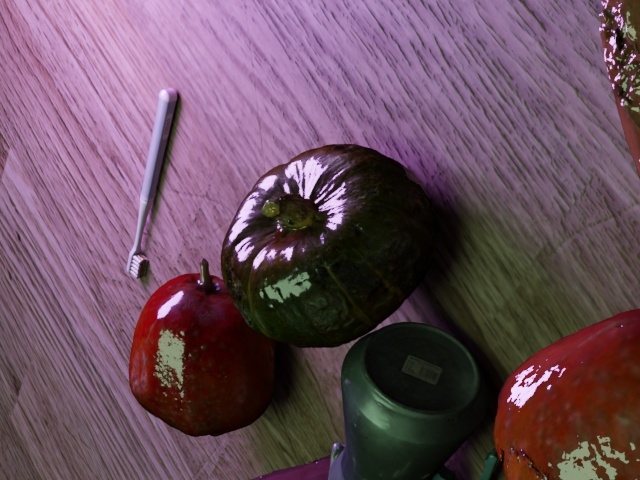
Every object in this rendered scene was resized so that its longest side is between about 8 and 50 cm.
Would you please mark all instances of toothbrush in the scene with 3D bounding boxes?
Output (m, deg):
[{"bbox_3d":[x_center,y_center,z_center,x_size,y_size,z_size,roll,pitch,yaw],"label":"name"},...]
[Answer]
[{"bbox_3d":[-0.256,-0.082,2.218,0.030,0.025,0.342,40,131,32],"label":"toothbrush"}]

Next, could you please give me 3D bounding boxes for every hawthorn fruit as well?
[{"bbox_3d":[0.320,0.170,1.310,0.307,0.276,0.276,-46,62,30],"label":"hawthorn fruit"},{"bbox_3d":[-0.156,0.143,2.014,0.215,0.215,0.250,26,113,48],"label":"hawthorn fruit"}]

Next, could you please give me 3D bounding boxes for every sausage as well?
[{"bbox_3d":[0.319,-0.119,1.360,0.087,0.079,0.327,-16,86,29],"label":"sausage"}]

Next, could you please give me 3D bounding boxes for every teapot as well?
[{"bbox_3d":[0.107,0.227,1.713,0.203,0.171,0.225,25,134,13],"label":"teapot"}]

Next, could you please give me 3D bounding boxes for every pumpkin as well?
[{"bbox_3d":[-0.002,-0.002,1.696,0.260,0.189,0.260,-26,41,25],"label":"pumpkin"}]

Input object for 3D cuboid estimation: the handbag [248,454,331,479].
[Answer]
[{"bbox_3d":[-0.019,0.361,1.852,0.146,0.225,0.135,-140,40,-61],"label":"handbag"}]
